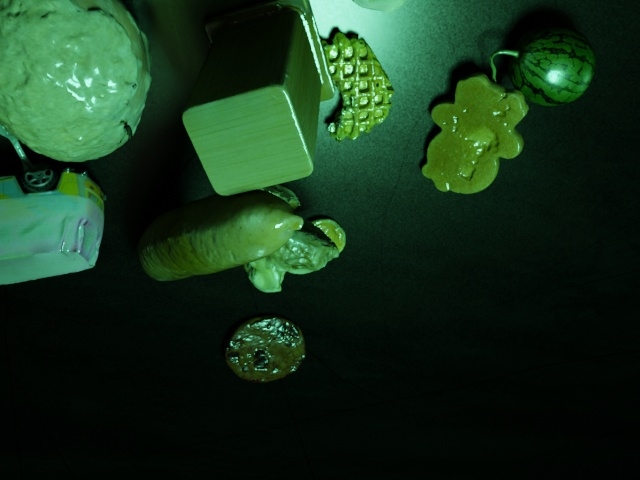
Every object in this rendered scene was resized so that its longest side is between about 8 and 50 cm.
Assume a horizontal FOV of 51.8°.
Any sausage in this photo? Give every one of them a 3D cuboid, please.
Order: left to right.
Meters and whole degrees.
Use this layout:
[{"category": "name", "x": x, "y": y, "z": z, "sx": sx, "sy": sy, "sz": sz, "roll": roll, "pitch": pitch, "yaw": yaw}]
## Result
[{"category": "sausage", "x": -0.201, "y": -0.001, "z": 1.098, "sx": 0.136, "sy": 0.500, "sz": 0.123, "roll": 8, "pitch": 78, "yaw": -31}]

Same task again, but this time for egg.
[{"category": "egg", "x": -0.382, "y": -0.257, "z": 0.974, "sx": 0.279, "sy": 0.279, "sz": 0.310, "roll": -1, "pitch": 141, "yaw": -12}]

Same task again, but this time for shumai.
[{"category": "shumai", "x": -0.074, "y": 0.021, "z": 1.187, "sx": 0.153, "sy": 0.161, "sz": 0.209, "roll": -53, "pitch": 150, "yaw": 16}]

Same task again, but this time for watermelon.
[{"category": "watermelon", "x": 0.393, "y": -0.314, "z": 1.169, "sx": 0.187, "sy": 0.141, "sz": 0.141, "roll": 8, "pitch": 122, "yaw": -17}]

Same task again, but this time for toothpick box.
[{"category": "toothpick box", "x": -0.090, "y": -0.222, "z": 1.003, "sx": 0.187, "sy": 0.308, "sz": 0.190, "roll": -11, "pitch": 125, "yaw": 11}]

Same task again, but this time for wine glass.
[{"category": "wine glass", "x": -0.527, "y": -0.197, "z": 1.097, "sx": 0.066, "sy": 0.066, "sz": 0.198, "roll": -16, "pitch": 125, "yaw": -1}]

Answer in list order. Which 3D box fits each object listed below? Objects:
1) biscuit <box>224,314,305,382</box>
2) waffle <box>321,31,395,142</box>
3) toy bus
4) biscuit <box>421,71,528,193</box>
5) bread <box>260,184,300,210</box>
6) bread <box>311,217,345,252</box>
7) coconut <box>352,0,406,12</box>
[{"category": "biscuit", "x": -0.123, "y": 0.249, "z": 1.500, "sx": 0.191, "sy": 0.049, "sz": 0.192, "roll": -8, "pitch": 125, "yaw": -12}, {"category": "waffle", "x": 0.047, "y": -0.271, "z": 1.179, "sx": 0.149, "sy": 0.051, "sz": 0.194, "roll": -33, "pitch": 124, "yaw": 11}, {"category": "toy bus", "x": -0.563, "y": -0.008, "z": 1.124, "sx": 0.385, "sy": 0.163, "sz": 0.171, "roll": -9, "pitch": 162, "yaw": -8}, {"category": "biscuit", "x": 0.286, "y": -0.190, "z": 1.246, "sx": 0.184, "sy": 0.035, "sz": 0.249, "roll": 28, "pitch": 129, "yaw": 15}, {"category": "bread", "x": -0.132, "y": -0.046, "z": 1.272, "sx": 0.134, "sy": 0.085, "sz": 0.173, "roll": 24, "pitch": 116, "yaw": -26}, {"category": "bread", "x": 0.000, "y": 0.000, "z": 1.370, "sx": 0.109, "sy": 0.024, "sz": 0.110, "roll": -5, "pitch": 124, "yaw": -8}, {"category": "coconut", "x": 0.087, "y": -0.425, "z": 1.048, "sx": 0.124, "sy": 0.110, "sz": 0.110, "roll": 3, "pitch": 123, "yaw": -19}]
